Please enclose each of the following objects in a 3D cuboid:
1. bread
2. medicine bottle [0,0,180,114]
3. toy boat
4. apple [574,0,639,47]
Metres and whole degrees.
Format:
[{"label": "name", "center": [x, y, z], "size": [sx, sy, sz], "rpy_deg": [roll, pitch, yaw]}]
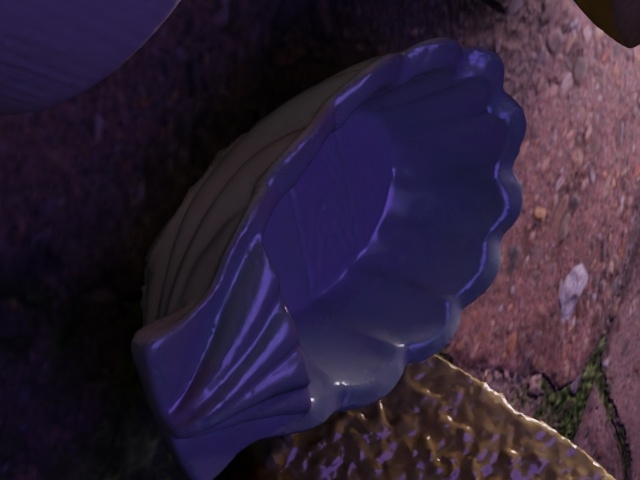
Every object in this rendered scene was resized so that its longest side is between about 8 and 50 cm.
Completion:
[{"label": "bread", "center": [0.022, 0.201, 0.803], "size": [0.236, 0.198, 0.263], "rpy_deg": [34, 75, -11]}, {"label": "medicine bottle", "center": [-0.202, -0.173, 0.302], "size": [0.371, 0.211, 0.211], "rpy_deg": [19, 90, -50]}, {"label": "toy boat", "center": [0.000, 0.000, 0.687], "size": [0.290, 0.100, 0.199], "rpy_deg": [-41, 131, -32]}, {"label": "apple", "center": [0.261, -0.263, 0.769], "size": [0.295, 0.233, 0.258], "rpy_deg": [-7, 141, -8]}]
